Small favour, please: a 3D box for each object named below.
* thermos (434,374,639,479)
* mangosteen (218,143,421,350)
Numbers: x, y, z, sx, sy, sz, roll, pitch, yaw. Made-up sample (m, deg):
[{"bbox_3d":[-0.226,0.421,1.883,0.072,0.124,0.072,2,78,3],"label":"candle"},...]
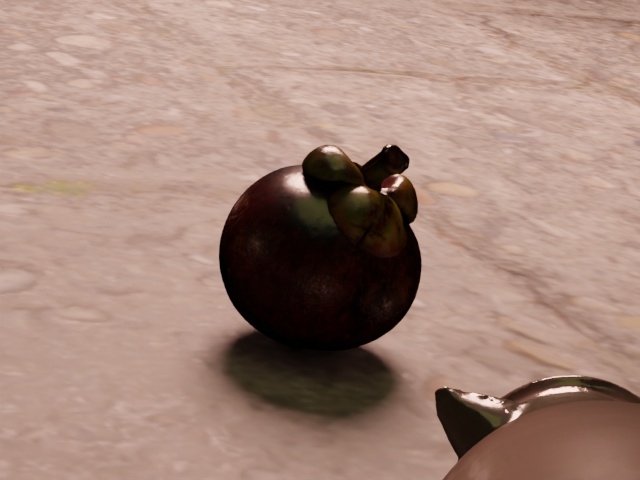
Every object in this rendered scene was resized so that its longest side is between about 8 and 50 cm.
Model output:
[{"bbox_3d":[0.077,0.096,0.388,0.137,0.105,0.193,35,9,-4],"label":"thermos"},{"bbox_3d":[-0.001,0.003,0.658,0.081,0.081,0.081,9,17,-3],"label":"mangosteen"}]
